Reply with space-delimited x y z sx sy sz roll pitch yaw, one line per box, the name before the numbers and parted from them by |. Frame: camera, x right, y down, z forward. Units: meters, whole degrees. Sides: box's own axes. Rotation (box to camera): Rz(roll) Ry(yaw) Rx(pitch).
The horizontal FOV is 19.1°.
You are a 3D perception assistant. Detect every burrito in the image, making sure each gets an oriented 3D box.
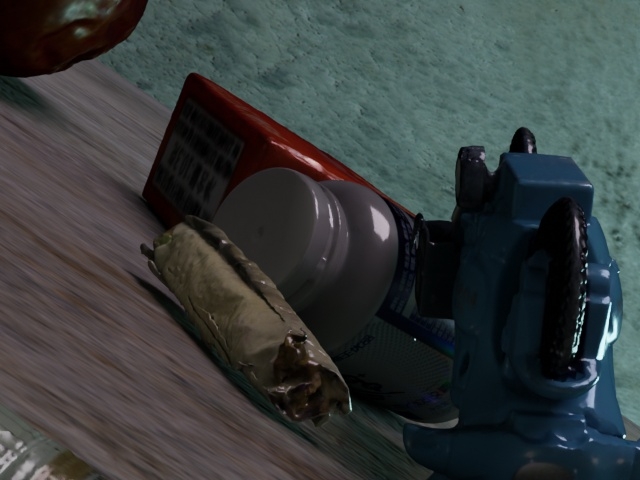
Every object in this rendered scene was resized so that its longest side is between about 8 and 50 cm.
burrito | -0.039 0.037 0.935 0.041 0.045 0.185 42 3 -34

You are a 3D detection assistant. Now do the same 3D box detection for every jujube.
jujube | -0.236 -0.231 1.477 0.223 0.223 0.318 35 0 3

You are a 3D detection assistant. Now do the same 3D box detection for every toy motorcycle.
toy motorcycle | 0.102 0.047 0.931 0.124 0.182 0.272 4 14 -1

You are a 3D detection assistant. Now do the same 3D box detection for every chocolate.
chocolate | 0.000 0.000 1.319 0.235 0.108 0.237 34 5 -23

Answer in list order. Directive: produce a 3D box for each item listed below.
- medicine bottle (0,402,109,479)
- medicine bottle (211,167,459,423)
medicine bottle | -0.046 0.071 0.367 0.083 0.047 0.047 36 3 6
medicine bottle | 0.024 0.030 1.096 0.191 0.107 0.107 31 5 -45
